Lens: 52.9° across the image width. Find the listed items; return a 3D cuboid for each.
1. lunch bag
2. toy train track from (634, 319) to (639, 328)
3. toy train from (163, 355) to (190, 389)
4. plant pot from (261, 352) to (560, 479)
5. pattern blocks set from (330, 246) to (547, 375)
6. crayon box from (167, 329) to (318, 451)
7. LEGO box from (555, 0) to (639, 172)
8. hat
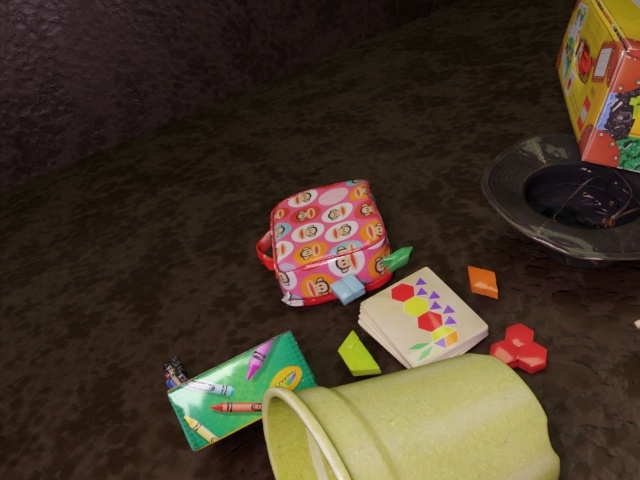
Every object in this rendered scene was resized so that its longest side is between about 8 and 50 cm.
[{"bbox_3d":[0.000,0.000,1.266,0.258,0.120,0.293,-16,31,6],"label":"lunch bag"},{"bbox_3d":[0.497,0.108,0.929,0.083,0.014,0.048,-17,30,4],"label":"toy train track"},{"bbox_3d":[-0.245,0.222,1.079,0.036,0.027,0.158,-38,10,-15],"label":"toy train"},{"bbox_3d":[0.106,0.249,0.706,0.254,0.276,0.276,-17,28,-21],"label":"plant pot"},{"bbox_3d":[0.163,0.130,1.020,0.285,0.026,0.325,-22,41,-6],"label":"pattern blocks set"},{"bbox_3d":[-0.108,0.203,0.892,0.165,0.081,0.278,-26,-7,-12],"label":"crayon box"},{"bbox_3d":[0.665,-0.296,1.181,0.372,0.193,0.500,13,34,7],"label":"LEGO box"},{"bbox_3d":[0.436,-0.044,1.092,0.331,0.134,0.331,-4,44,4],"label":"hat"}]
